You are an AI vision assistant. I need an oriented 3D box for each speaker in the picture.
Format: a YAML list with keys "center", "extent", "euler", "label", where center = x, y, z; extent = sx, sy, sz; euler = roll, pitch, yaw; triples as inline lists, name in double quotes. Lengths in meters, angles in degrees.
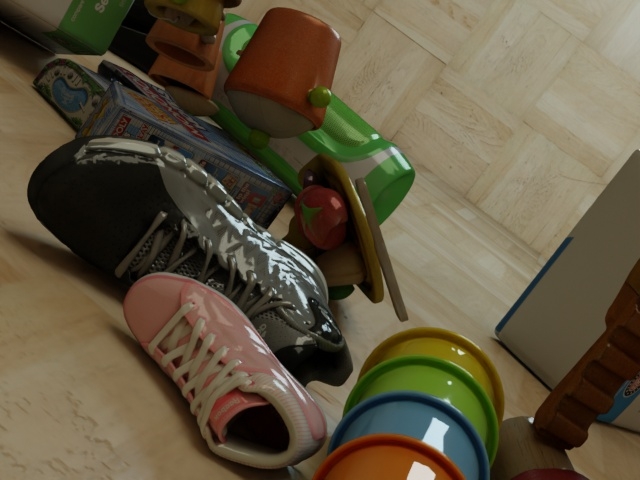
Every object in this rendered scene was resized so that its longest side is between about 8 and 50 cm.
- center: [-0.033, -0.135, 1.211]
  extent: [0.296, 0.131, 0.131]
  euler: [43, 12, 16]
  label: "speaker"

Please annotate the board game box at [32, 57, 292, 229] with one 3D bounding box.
- center: [-0.148, -0.093, 0.883]
  extent: [0.194, 0.060, 0.194]
  euler: [43, 12, 29]
  label: "board game box"

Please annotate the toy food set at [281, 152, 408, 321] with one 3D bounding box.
- center: [0.000, 0.000, 0.877]
  extent: [0.218, 0.071, 0.128]
  euler: [-136, -151, -77]
  label: "toy food set"

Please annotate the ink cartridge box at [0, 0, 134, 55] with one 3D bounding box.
- center: [-0.296, -0.263, 0.954]
  extent: [0.219, 0.092, 0.160]
  euler: [30, -6, -31]
  label: "ink cartridge box"

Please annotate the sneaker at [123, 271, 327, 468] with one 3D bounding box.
- center: [-0.054, 0.066, 0.532]
  extent: [0.134, 0.051, 0.070]
  euler: [42, 6, 7]
  label: "sneaker"

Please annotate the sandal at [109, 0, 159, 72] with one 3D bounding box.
- center: [-0.230, -0.292, 1.331]
  extent: [0.446, 0.107, 0.167]
  euler: [32, 13, -23]
  label: "sandal"

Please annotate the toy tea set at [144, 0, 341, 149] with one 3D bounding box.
- center: [-0.097, -0.154, 1.026]
  extent: [0.200, 0.124, 0.336]
  euler: [22, -6, -6]
  label: "toy tea set"

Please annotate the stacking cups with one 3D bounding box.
- center: [0.034, 0.115, 0.502]
  extent: [0.096, 0.096, 0.316]
  euler: [38, 12, 7]
  label: "stacking cups"

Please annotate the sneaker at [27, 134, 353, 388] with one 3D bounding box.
- center: [-0.058, 0.026, 0.607]
  extent: [0.228, 0.086, 0.132]
  euler: [29, 15, -37]
  label: "sneaker"

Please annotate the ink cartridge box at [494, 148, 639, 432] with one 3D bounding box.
- center: [0.444, 0.092, 1.334]
  extent: [0.395, 0.285, 0.166]
  euler: [24, 16, -51]
  label: "ink cartridge box"

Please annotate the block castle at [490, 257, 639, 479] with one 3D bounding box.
- center: [0.334, 0.183, 0.583]
  extent: [0.453, 0.303, 0.213]
  euler: [34, 12, -6]
  label: "block castle"
